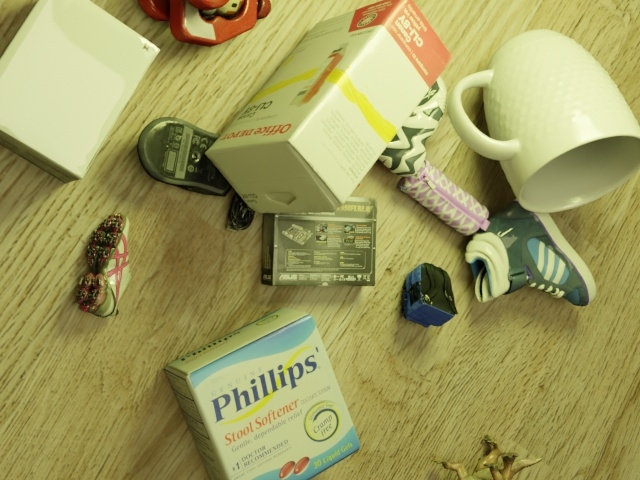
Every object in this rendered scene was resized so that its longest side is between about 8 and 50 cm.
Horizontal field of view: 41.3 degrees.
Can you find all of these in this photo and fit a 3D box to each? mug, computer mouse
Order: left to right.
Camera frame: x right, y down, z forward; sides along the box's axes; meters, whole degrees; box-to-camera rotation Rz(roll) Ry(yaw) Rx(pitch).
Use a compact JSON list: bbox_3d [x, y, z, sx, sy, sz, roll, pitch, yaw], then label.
[{"bbox_3d":[-0.229,-0.139,1.574,0.272,0.072,0.188,20,79,-37],"label":"computer mouse"},{"bbox_3d":[0.441,-0.262,1.764,0.374,0.276,0.328,-6,60,-20],"label":"mug"}]

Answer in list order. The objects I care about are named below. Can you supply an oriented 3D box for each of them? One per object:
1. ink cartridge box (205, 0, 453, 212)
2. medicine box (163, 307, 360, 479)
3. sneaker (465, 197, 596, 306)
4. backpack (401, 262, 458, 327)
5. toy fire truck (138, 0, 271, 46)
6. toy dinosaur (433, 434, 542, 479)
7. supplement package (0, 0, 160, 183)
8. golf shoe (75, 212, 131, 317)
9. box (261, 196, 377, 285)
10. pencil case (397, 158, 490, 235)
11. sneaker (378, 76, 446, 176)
[{"bbox_3d":[0.014,-0.242,1.537,0.160,0.279,0.384,49,63,-27],"label":"ink cartridge box"},{"bbox_3d":[-0.106,0.311,1.589,0.264,0.149,0.289,-25,102,-24],"label":"medicine box"},{"bbox_3d":[0.447,0.083,1.882,0.236,0.130,0.322,-42,111,-11],"label":"sneaker"},{"bbox_3d":[0.219,0.112,1.777,0.098,0.101,0.120,27,47,-28],"label":"backpack"},{"bbox_3d":[-0.185,-0.506,1.547,0.254,0.169,0.302,-2,93,-45],"label":"toy fire truck"},{"bbox_3d":[0.355,0.553,1.841,0.296,0.127,0.200,-14,104,-38],"label":"toy dinosaur"},{"bbox_3d":[-0.435,-0.261,1.423,0.204,0.145,0.261,33,76,-23],"label":"supplement package"},{"bbox_3d":[-0.373,0.044,1.510,0.086,0.068,0.186,31,70,-56],"label":"golf shoe"},{"bbox_3d":[0.000,0.000,1.689,0.231,0.056,0.183,1,90,-27],"label":"box"},{"bbox_3d":[0.263,-0.092,1.800,0.206,0.088,0.086,33,78,-24],"label":"pencil case"},{"bbox_3d":[0.160,-0.263,1.743,0.153,0.094,0.234,26,83,-27],"label":"sneaker"}]
